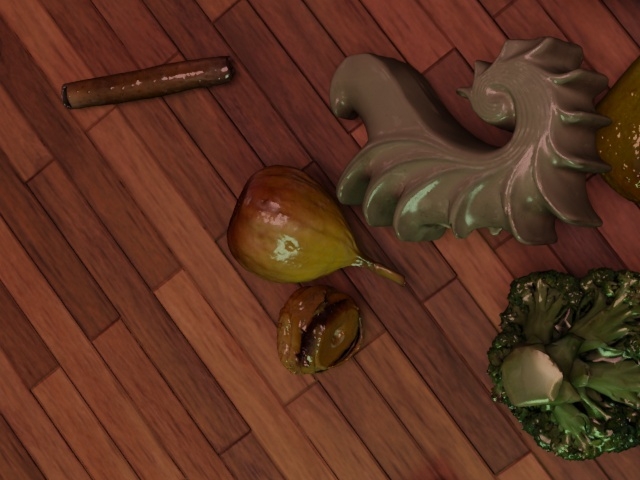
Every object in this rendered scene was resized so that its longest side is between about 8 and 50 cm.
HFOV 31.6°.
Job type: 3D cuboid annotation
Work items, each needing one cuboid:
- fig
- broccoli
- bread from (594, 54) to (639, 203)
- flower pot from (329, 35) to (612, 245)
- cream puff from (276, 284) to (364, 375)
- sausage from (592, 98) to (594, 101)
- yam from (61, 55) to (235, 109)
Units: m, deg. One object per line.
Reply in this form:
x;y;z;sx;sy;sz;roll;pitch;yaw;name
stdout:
0.000;0.000;1.528;0.257;0.159;0.159;26;98;4;fig
0.314;0.146;1.396;0.270;0.270;0.270;1;92;36;broccoli
0.491;-0.215;1.416;0.166;0.112;0.383;42;101;8;bread
0.183;-0.121;1.453;0.367;0.164;0.254;0;91;33;flower pot
-0.008;0.124;1.552;0.104;0.119;0.133;30;84;33;cream puff
0.307;-0.151;1.503;0.147;0.035;0.030;-47;48;13;sausage
-0.248;-0.227;1.627;0.264;0.046;0.046;-7;91;14;yam
